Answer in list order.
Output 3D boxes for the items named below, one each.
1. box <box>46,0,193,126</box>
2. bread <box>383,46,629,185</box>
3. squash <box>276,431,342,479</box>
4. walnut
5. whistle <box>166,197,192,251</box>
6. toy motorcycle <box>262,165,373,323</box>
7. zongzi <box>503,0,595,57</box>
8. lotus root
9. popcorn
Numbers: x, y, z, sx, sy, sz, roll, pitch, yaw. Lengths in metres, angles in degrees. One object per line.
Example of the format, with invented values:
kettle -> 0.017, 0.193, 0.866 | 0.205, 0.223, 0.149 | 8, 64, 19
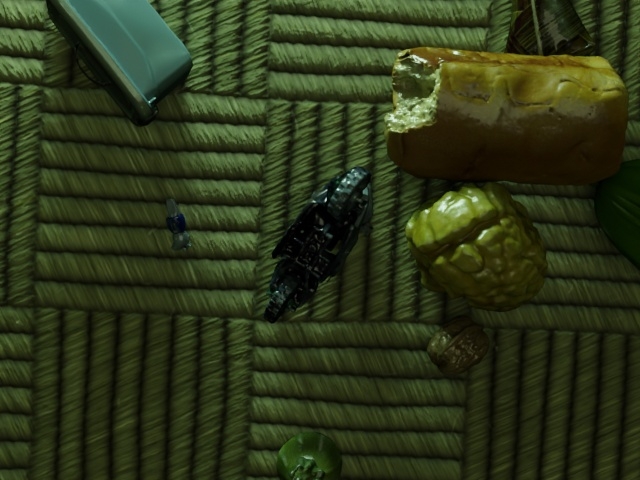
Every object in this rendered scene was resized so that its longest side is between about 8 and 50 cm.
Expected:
box -> -0.289, -0.280, 1.691 | 0.130, 0.162, 0.227 | -38, 95, -10
bread -> 0.263, -0.172, 1.699 | 0.344, 0.149, 0.195 | 1, 122, 3
squash -> -0.015, 0.350, 1.762 | 0.105, 0.132, 0.105 | 0, 93, -1
walnut -> 0.211, 0.159, 1.789 | 0.096, 0.082, 0.079 | -39, 66, -7
whistle -> -0.218, -0.023, 1.776 | 0.033, 0.029, 0.083 | -10, 102, 13
toy motorcycle -> 0.000, 0.000, 1.745 | 0.106, 0.159, 0.270 | 34, 108, 4
zongzi -> 0.290, -0.321, 1.765 | 0.184, 0.084, 0.187 | -27, 88, 11
lotus root -> 0.473, -0.054, 1.761 | 0.186, 0.186, 0.186 | 0, 94, -3
popcorn -> 0.220, 0.018, 1.730 | 0.203, 0.226, 0.200 | -25, 83, 34
